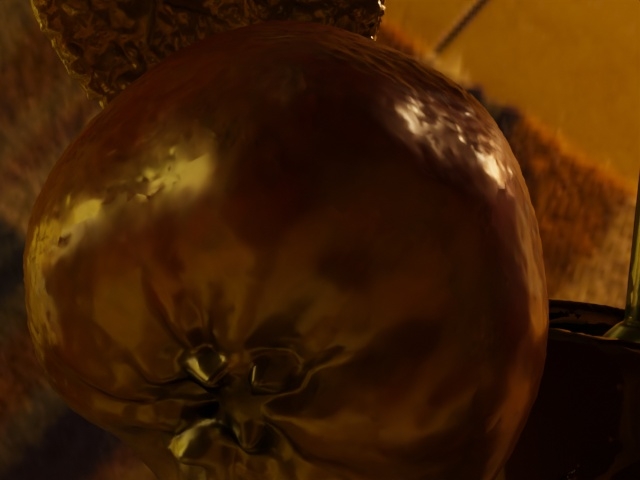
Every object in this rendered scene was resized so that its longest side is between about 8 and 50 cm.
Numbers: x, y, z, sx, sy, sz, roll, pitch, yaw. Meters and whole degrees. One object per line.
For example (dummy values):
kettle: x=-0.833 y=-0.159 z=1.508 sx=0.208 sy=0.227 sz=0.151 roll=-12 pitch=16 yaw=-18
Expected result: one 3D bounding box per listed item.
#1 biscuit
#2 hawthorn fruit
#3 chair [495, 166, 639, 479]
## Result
biscuit: x=-0.055 y=-0.153 z=0.979 sx=0.220 sy=0.033 sz=0.220 roll=3 pitch=84 yaw=-31
hawthorn fruit: x=0.000 y=0.000 z=0.735 sx=0.199 sy=0.199 sz=0.251 roll=16 pitch=32 yaw=7
chair: x=0.163 y=-0.062 z=0.873 sx=0.226 sy=0.226 sz=0.401 roll=7 pitch=92 yaw=3
